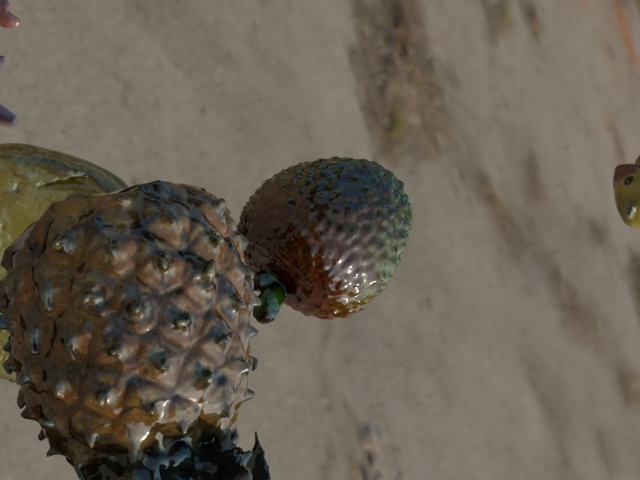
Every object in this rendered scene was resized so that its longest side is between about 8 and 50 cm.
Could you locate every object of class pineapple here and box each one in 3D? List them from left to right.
[{"bbox_3d":[-0.079,0.153,0.901,0.165,0.165,0.364,3,70,-69],"label":"pineapple"}]

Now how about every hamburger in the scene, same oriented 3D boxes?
[{"bbox_3d":[-0.248,0.022,1.378,0.108,0.214,0.213,-113,-179,-77],"label":"hamburger"}]

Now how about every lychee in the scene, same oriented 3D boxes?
[{"bbox_3d":[0.000,0.000,1.099,0.114,0.146,0.114,42,-22,22],"label":"lychee"}]

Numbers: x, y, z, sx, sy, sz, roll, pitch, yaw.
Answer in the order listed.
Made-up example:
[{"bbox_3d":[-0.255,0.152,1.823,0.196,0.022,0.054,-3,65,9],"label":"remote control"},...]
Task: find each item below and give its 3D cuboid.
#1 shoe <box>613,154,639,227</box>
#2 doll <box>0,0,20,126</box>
[{"bbox_3d":[0.287,-0.029,1.247,0.109,0.072,0.069,33,54,-21],"label":"shoe"},{"bbox_3d":[-0.436,-0.177,1.761,0.211,0.262,0.093,44,-10,-7],"label":"doll"}]
